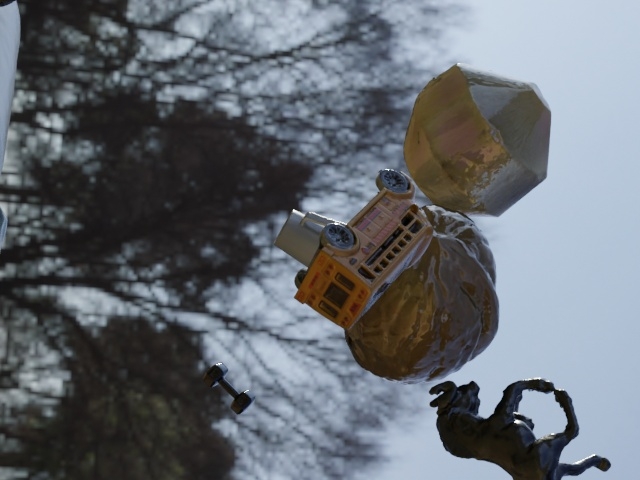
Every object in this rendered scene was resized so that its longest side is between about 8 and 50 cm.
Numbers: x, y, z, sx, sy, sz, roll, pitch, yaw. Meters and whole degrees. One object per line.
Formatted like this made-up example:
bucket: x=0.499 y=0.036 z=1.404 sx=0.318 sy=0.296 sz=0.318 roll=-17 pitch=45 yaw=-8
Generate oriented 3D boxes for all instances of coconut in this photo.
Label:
coconut: x=0.241 y=-0.152 z=1.926 sx=0.197 sy=0.237 sz=0.236 roll=-89 pitch=-170 yaw=-62

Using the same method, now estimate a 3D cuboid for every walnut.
walnut: x=0.125 y=0.070 z=1.652 sx=0.261 sy=0.225 sz=0.224 roll=99 pitch=-14 yaw=-53

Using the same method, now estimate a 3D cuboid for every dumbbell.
dumbbell: x=-0.137 y=0.221 z=1.911 sx=0.036 sy=0.083 sz=0.040 roll=-50 pitch=170 yaw=17

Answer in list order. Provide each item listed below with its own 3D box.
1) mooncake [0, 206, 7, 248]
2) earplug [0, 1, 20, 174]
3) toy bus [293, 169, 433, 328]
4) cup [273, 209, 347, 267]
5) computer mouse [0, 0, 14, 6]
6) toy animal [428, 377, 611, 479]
mooncake: x=-0.559 y=0.045 z=1.712 sx=0.136 sy=0.255 sz=0.250 roll=74 pitch=15 yaw=-58
earplug: x=-0.496 y=-0.154 z=1.425 sx=0.394 sy=0.313 sz=0.312 roll=-104 pitch=-156 yaw=-49
toy bus: x=0.045 y=0.006 z=1.112 sx=0.162 sy=0.074 sz=0.069 roll=-44 pitch=166 yaw=-49
cup: x=0.000 y=0.000 z=1.895 sx=0.104 sy=0.116 sz=0.074 roll=-54 pitch=-174 yaw=49
computer mouse: x=-0.314 y=-0.273 z=1.145 sx=0.077 sy=0.242 sz=0.146 roll=161 pitch=-87 yaw=-82
toy animal: x=0.239 y=0.240 z=1.521 sx=0.233 sy=0.148 sz=0.084 roll=38 pitch=-31 yaw=31
